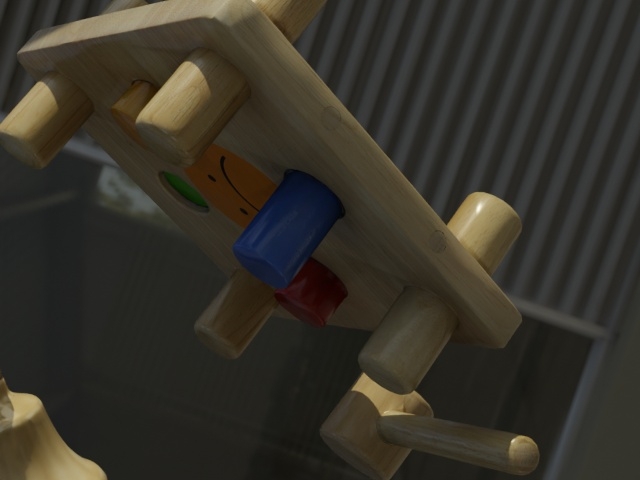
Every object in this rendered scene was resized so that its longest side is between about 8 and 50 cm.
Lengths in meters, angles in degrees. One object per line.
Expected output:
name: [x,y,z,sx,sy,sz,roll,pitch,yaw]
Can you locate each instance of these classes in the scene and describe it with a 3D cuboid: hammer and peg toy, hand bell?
hammer and peg toy: [0.000,0.000,0.832,0.127,0.361,0.266,-53,27,-21]
hand bell: [-0.255,0.093,1.058,0.126,0.126,0.242,-64,-38,-70]
